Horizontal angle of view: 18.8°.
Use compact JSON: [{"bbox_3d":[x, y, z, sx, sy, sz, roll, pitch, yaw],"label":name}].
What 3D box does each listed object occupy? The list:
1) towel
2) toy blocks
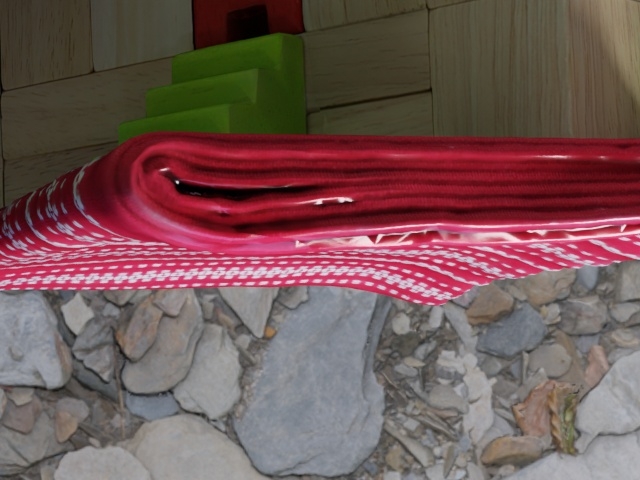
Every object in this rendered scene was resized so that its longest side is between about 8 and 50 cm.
[{"bbox_3d":[0.000,0.000,0.590,0.199,0.031,0.275,0,175,-20],"label":"towel"},{"bbox_3d":[-0.014,-0.138,0.668,0.381,0.260,0.191,-7,173,40],"label":"toy blocks"}]
